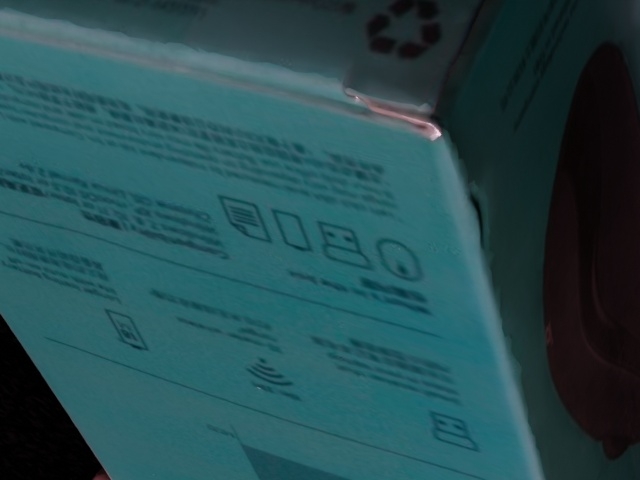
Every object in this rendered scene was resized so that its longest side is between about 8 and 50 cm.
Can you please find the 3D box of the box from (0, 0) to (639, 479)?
[{"bbox_3d":[0.000,0.000,0.555,0.205,0.118,0.311,16,149,28],"label":"box"}]

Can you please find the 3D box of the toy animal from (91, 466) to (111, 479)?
[{"bbox_3d":[0.044,0.176,0.761,0.256,0.195,0.212,-8,96,43],"label":"toy animal"}]
